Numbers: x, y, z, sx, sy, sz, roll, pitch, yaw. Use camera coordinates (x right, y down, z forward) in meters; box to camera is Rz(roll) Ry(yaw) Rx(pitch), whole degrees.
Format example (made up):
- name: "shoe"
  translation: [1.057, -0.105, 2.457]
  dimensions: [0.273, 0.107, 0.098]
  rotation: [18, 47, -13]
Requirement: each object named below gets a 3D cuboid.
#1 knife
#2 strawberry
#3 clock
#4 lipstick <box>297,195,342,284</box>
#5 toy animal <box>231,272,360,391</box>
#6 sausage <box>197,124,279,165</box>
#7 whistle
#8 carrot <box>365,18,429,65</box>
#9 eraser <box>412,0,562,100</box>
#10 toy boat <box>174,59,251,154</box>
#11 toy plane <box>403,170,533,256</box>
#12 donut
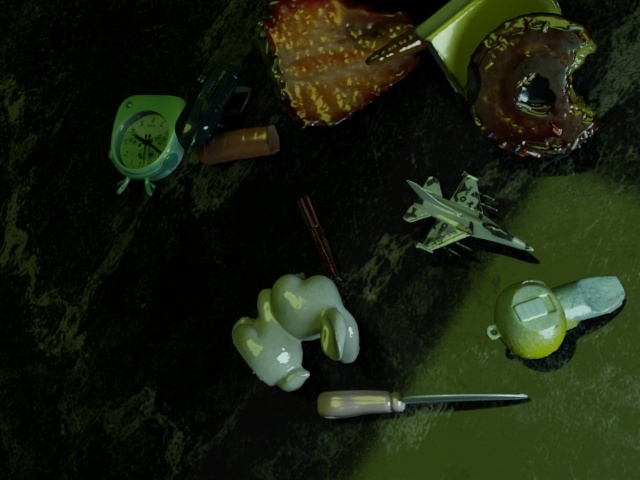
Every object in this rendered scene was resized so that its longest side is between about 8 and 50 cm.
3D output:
- name: "knife"
  translation: [0.151, 0.246, 1.395]
  dimensions: [0.335, 0.081, 0.043]
  rotation: [-9, 72, 20]
- name: "strawberry"
  translation: [0.020, -0.344, 1.625]
  dimensions: [0.280, 0.150, 0.253]
  rotation: [-36, 85, -7]
- name: "clock"
  translation: [-0.343, -0.185, 1.764]
  dimensions: [0.159, 0.066, 0.211]
  rotation: [7, 75, 25]
- name: "lipstick"
  translation: [0.000, 0.000, 1.579]
  dimensions: [0.027, 0.027, 0.177]
  rotation: [-28, 65, 12]
- name: "toy animal"
  translation: [-0.041, 0.156, 1.482]
  dimensions: [0.193, 0.127, 0.179]
  rotation: [-31, 65, 9]
- name: "sausage"
  translation: [-0.165, -0.181, 1.692]
  dimensions: [0.169, 0.065, 0.065]
  rotation: [-7, 69, 20]
- name: "whistle"
  translation: [0.356, 0.111, 1.360]
  dimensions: [0.223, 0.123, 0.123]
  rotation: [-18, 64, -7]
- name: "carrot"
  translation: [0.228, -0.377, 1.552]
  dimensions: [0.336, 0.069, 0.069]
  rotation: [-22, 63, -7]
- name: "eraser"
  translation: [0.293, -0.359, 1.505]
  dimensions: [0.226, 0.158, 0.069]
  rotation: [-38, 30, 7]
- name: "toy boat"
  translation: [-0.206, -0.241, 1.664]
  dimensions: [0.103, 0.093, 0.246]
  rotation: [27, 45, -6]
- name: "toy plane"
  translation: [0.241, -0.029, 1.466]
  dimensions: [0.234, 0.082, 0.160]
  rotation: [31, 75, 14]
- name: "donut"
  translation: [0.349, -0.251, 1.442]
  dimensions: [0.216, 0.096, 0.230]
  rotation: [-14, 102, 28]
